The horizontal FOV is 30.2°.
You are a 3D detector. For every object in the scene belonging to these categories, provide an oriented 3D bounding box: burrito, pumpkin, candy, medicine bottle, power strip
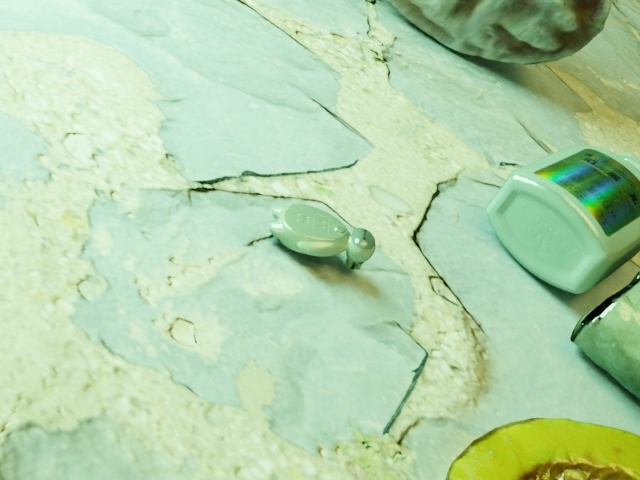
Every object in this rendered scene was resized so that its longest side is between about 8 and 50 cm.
[{"bbox_3d":[0.330,0.124,0.998,0.144,0.089,0.229,-28,66,-40],"label":"burrito"},{"bbox_3d":[0.161,0.210,0.721,0.217,0.110,0.217,14,39,-11],"label":"pumpkin"},{"bbox_3d":[0.187,-0.321,1.319,0.289,0.214,0.157,30,29,-13],"label":"candy"},{"bbox_3d":[0.256,-0.031,1.130,0.121,0.083,0.229,43,32,16],"label":"medicine bottle"},{"bbox_3d":[0.000,0.000,0.906,0.083,0.035,0.055,16,35,-6],"label":"power strip"}]
